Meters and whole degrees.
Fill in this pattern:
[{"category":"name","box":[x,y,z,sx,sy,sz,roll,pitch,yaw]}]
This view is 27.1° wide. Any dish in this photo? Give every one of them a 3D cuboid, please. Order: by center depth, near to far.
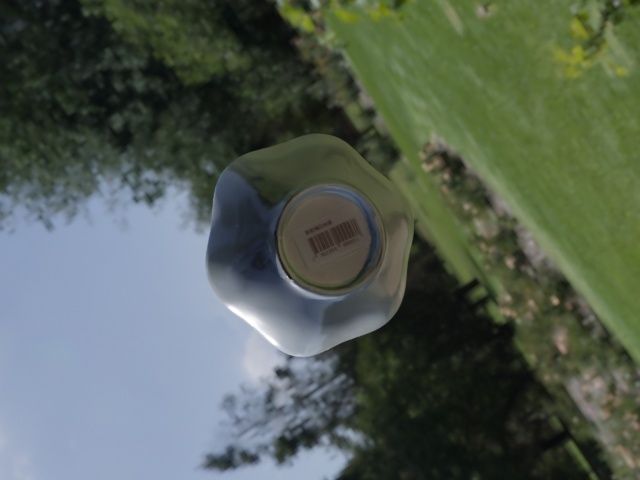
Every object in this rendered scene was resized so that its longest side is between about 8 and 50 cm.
[{"category":"dish","box":[0.000,0.000,1.091,0.190,0.191,0.066,56,164,-6]}]
